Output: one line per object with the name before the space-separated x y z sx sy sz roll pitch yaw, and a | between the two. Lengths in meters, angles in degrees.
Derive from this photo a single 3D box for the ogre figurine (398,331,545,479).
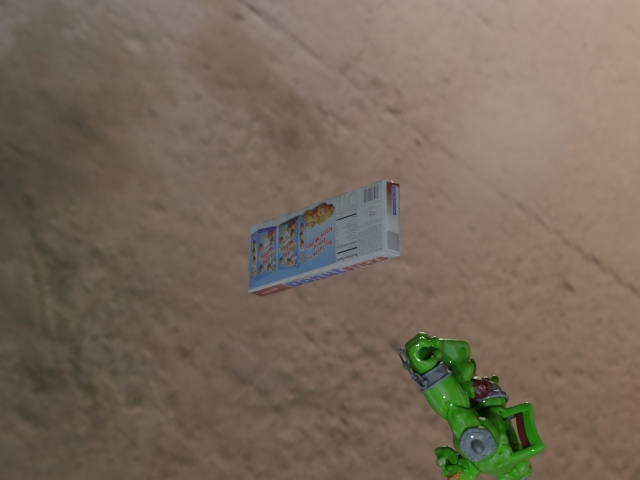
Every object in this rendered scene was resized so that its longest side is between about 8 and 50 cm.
ogre figurine | 0.137 0.155 1.323 0.097 0.197 0.118 -23 60 -5

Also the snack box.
snack box | 0.000 0.000 1.285 0.022 0.178 0.064 14 68 -40
